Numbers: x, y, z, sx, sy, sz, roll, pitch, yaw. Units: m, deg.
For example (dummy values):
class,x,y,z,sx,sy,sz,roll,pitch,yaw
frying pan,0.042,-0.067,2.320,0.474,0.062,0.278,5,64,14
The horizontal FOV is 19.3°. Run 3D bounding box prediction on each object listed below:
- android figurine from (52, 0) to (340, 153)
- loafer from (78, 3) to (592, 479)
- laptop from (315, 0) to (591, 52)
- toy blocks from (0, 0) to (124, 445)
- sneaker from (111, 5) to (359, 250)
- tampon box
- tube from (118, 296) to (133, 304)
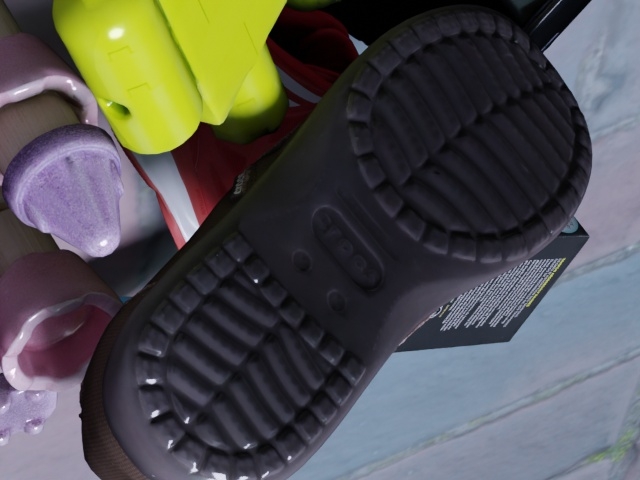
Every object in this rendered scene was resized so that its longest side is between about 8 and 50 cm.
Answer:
class,x,y,z,sx,sy,sz,roll,pitch,yaw
android figurine,-0.046,-0.166,0.817,0.248,0.056,0.273,-63,156,-26
loafer,0.000,0.000,0.929,0.366,0.134,0.130,-38,-174,-40
laptop,0.112,-0.206,1.049,0.264,0.136,0.234,31,112,-29
toy blocks,-0.223,0.072,0.872,0.288,0.260,0.309,-20,146,-23
sneaker,-0.026,-0.047,1.031,0.128,0.087,0.221,-16,151,10
tampon box,0.058,-0.008,1.159,0.161,0.120,0.101,-2,137,-42
tube,-0.077,0.057,1.097,0.207,0.052,0.080,4,149,20
